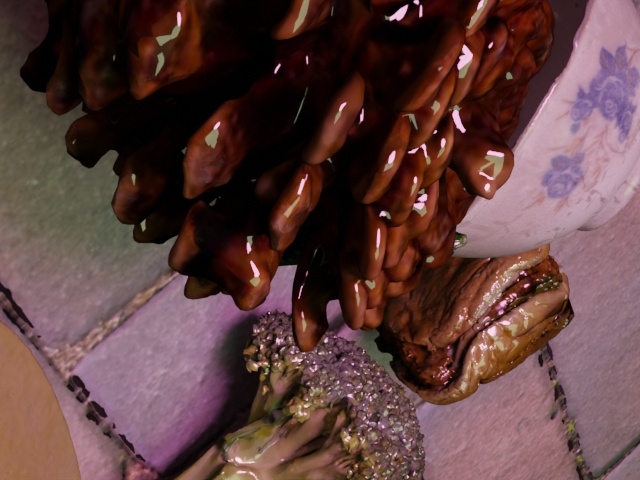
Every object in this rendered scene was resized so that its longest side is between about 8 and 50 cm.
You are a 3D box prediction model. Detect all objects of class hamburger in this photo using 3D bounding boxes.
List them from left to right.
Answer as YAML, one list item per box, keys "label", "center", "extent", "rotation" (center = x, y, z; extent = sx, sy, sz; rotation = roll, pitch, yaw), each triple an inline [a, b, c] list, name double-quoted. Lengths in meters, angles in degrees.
- label: "hamburger"
  center: [0.156, 0.071, 1.435]
  extent: [0.206, 0.183, 0.130]
  rotation: [-48, 114, -2]

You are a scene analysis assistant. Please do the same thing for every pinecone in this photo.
- label: "pinecone"
  center: [-0.011, -0.146, 0.977]
  extent: [0.397, 0.397, 0.398]
  rotation: [-25, 135, -28]

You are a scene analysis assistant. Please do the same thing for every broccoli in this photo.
- label: "broccoli"
  center: [-0.079, 0.219, 1.360]
  extent: [0.361, 0.221, 0.252]
  rotation: [-26, 166, -23]

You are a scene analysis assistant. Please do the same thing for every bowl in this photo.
- label: "bowl"
  center: [0.196, -0.090, 1.232]
  extent: [0.146, 0.313, 0.313]
  rotation: [31, 100, -11]

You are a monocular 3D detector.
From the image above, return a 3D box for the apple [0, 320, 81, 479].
- label: "apple"
  center: [-0.316, 0.213, 1.013]
  extent: [0.311, 0.320, 0.360]
  rotation: [-28, 128, -8]

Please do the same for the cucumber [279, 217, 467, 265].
- label: "cucumber"
  center: [0.000, 0.000, 1.193]
  extent: [0.056, 0.284, 0.056]
  rotation: [2, 87, -45]
